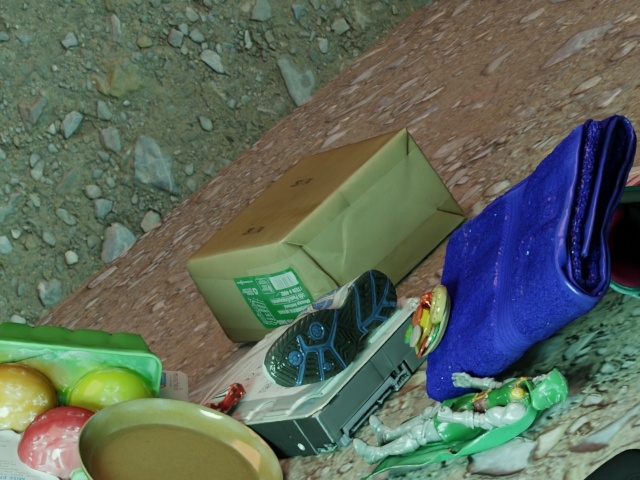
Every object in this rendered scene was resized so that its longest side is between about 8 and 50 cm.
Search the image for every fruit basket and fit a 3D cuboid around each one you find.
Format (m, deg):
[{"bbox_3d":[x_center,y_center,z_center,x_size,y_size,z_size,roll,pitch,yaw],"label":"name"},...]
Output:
[{"bbox_3d":[-0.319,0.240,1.773,0.326,0.166,0.353,6,29,-10],"label":"fruit basket"}]

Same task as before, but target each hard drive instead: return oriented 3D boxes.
[{"bbox_3d":[-0.022,0.178,1.820,0.237,0.064,0.339,-44,17,-34],"label":"hard drive"}]

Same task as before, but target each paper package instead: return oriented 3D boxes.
[{"bbox_3d":[0.000,0.000,2.166,0.309,0.168,0.324,-43,17,-28],"label":"paper package"}]

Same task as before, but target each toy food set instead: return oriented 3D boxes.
[{"bbox_3d":[0.116,0.087,1.561,0.083,0.020,0.083,-161,89,-77],"label":"toy food set"}]

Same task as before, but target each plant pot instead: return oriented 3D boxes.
[{"bbox_3d":[-0.160,0.258,1.637,0.236,0.236,0.032,-65,-7,-65],"label":"plant pot"}]

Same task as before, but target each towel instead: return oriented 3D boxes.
[{"bbox_3d":[0.203,0.021,1.498,0.308,0.076,0.228,-49,18,54],"label":"towel"}]

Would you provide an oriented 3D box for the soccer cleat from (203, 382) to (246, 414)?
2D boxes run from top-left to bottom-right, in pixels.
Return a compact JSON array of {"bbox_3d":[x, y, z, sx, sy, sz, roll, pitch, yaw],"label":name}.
[{"bbox_3d":[-0.126,0.204,1.784,0.083,0.029,0.035,-40,6,-36],"label":"soccer cleat"}]

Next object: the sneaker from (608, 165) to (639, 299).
[{"bbox_3d":[0.311,0.001,1.545,0.295,0.124,0.178,-22,8,38],"label":"sneaker"}]

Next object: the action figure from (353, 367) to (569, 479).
[{"bbox_3d":[0.145,0.175,1.450,0.232,0.063,0.137,-22,14,29],"label":"action figure"}]

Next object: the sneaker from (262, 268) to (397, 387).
[{"bbox_3d":[0.005,0.113,1.709,0.211,0.080,0.081,-33,4,-40],"label":"sneaker"}]

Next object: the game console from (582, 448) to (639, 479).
[{"bbox_3d":[0.205,0.268,0.976,0.342,0.060,0.386,-39,15,-18],"label":"game console"}]
